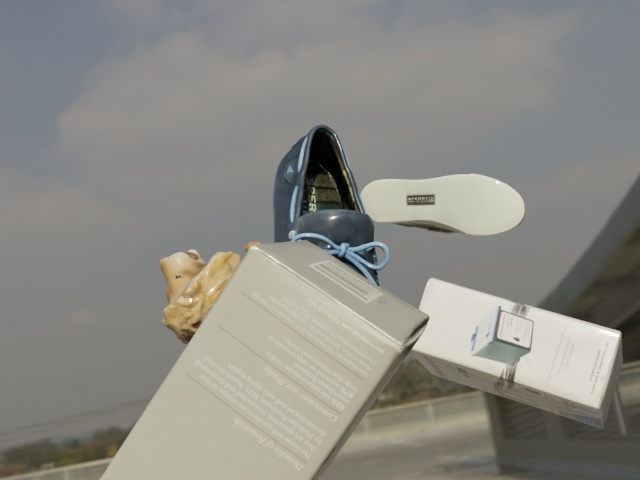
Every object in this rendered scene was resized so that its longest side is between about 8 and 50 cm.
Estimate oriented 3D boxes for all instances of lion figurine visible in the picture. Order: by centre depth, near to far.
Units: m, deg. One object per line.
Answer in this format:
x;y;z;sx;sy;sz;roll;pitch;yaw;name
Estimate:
-0.134;0.147;1.325;0.142;0.392;0.240;24;42;15;lion figurine

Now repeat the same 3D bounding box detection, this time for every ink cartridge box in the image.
0.198;0.114;0.965;0.191;0.082;0.139;14;-13;22;ink cartridge box

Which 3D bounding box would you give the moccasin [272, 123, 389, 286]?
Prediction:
0.000;0.000;1.149;0.138;0.342;0.116;0;-40;-23;moccasin

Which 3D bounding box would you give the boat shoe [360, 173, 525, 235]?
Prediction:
0.164;-0.048;1.266;0.219;0.077;0.070;6;-2;24;boat shoe

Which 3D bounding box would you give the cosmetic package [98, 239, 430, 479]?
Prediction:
-0.048;0.121;0.552;0.107;0.238;0.127;32;9;9;cosmetic package
